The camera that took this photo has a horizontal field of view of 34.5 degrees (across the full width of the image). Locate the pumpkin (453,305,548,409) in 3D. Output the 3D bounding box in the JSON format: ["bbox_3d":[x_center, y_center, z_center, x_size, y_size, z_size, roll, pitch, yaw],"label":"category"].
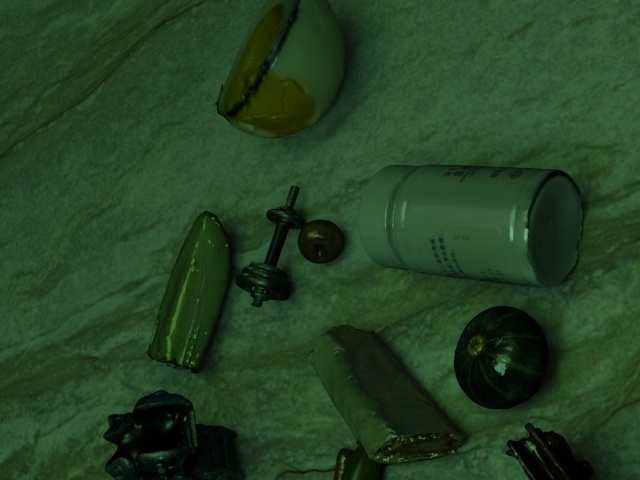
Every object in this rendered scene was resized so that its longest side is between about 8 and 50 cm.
[{"bbox_3d":[0.287,0.187,1.634,0.167,0.125,0.167,-36,30,25],"label":"pumpkin"}]

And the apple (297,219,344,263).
[{"bbox_3d":[0.000,0.000,1.958,0.089,0.089,0.075,-27,40,28],"label":"apple"}]

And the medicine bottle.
[{"bbox_3d":[0.243,-0.030,1.710,0.332,0.190,0.190,6,77,39],"label":"medicine bottle"}]

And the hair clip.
[{"bbox_3d":[-0.283,0.386,1.882,0.206,0.310,0.195,-18,59,9],"label":"hair clip"}]

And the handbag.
[{"bbox_3d":[0.365,0.364,1.456,0.074,0.203,0.216,-39,53,10],"label":"handbag"}]

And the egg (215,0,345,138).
[{"bbox_3d":[-0.052,-0.350,2.061,0.337,0.201,0.337,-46,29,35],"label":"egg"}]

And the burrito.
[{"bbox_3d":[0.102,0.268,1.751,0.143,0.105,0.299,-25,48,-17],"label":"burrito"}]

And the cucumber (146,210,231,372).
[{"bbox_3d":[-0.255,0.108,2.115,0.145,0.105,0.326,-10,64,65],"label":"cucumber"}]

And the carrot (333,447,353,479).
[{"bbox_3d":[0.037,0.411,1.810,0.032,0.032,0.093,9,82,40],"label":"carrot"}]

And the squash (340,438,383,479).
[{"bbox_3d":[0.042,0.470,1.756,0.071,0.080,0.319,23,89,6],"label":"squash"}]

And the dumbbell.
[{"bbox_3d":[-0.085,0.011,2.020,0.110,0.110,0.255,5,70,39],"label":"dumbbell"}]
